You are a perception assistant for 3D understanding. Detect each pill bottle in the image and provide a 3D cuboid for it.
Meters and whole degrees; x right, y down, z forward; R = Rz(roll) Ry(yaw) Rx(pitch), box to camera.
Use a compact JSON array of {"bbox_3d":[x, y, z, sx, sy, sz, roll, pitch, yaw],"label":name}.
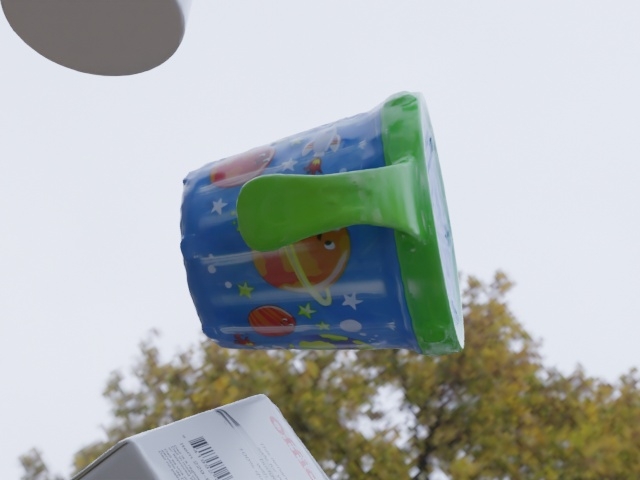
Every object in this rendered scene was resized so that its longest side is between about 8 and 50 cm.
[{"bbox_3d":[-0.091,-0.176,0.649,0.112,0.187,0.112,4,-34,3],"label":"pill bottle"}]

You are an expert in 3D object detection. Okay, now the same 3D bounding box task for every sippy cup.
[{"bbox_3d":[0.000,0.000,1.197,0.224,0.240,0.305,-9,-45,9],"label":"sippy cup"}]

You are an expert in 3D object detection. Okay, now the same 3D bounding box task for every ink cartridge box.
[{"bbox_3d":[-0.070,0.245,1.019,0.121,0.289,0.211,-38,-101,13],"label":"ink cartridge box"}]
